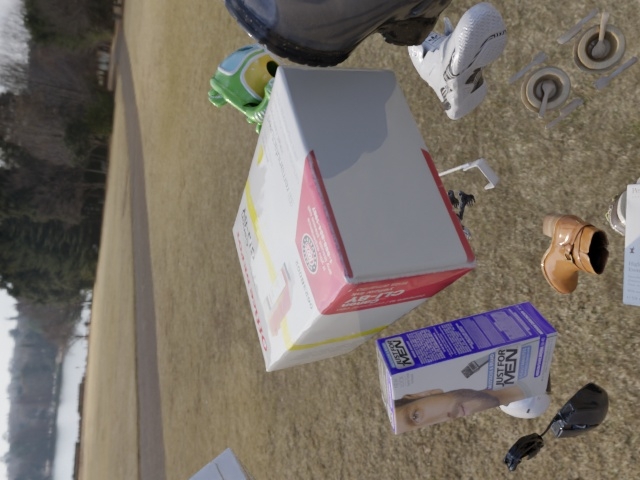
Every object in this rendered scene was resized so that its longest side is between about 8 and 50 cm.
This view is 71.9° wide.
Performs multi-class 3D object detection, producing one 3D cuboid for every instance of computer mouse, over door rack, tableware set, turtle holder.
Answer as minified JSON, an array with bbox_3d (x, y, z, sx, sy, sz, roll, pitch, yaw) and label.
[{"bbox_3d":[0.310,0.242,0.563,0.041,0.241,0.071,44,131,39],"label":"computer mouse"},{"bbox_3d":[0.148,-0.072,0.879,0.239,0.108,0.324,-48,25,-19],"label":"over door rack"},{"bbox_3d":[0.466,-0.317,0.814,0.194,0.039,0.128,-39,88,20],"label":"tableware set"},{"bbox_3d":[-0.215,-0.490,1.390,0.228,0.243,0.320,-53,12,12],"label":"turtle holder"}]

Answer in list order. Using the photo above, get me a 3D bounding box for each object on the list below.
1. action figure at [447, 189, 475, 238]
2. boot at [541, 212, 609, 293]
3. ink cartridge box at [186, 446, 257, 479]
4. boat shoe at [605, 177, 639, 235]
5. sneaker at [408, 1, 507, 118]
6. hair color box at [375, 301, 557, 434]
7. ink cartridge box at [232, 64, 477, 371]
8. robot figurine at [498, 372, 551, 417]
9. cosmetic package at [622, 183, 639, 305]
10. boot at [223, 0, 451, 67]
[{"bbox_3d":[0.418,-0.041,1.469,0.276,0.141,0.164,-51,23,-23],"label":"action figure"},{"bbox_3d":[0.762,0.061,1.301,0.220,0.108,0.284,-113,12,-74],"label":"boot"},{"bbox_3d":[-0.118,0.405,0.600,0.128,0.127,0.176,35,152,49],"label":"ink cartridge box"},{"bbox_3d":[0.815,-0.079,1.156,0.117,0.324,0.097,49,139,11],"label":"boat shoe"},{"bbox_3d":[0.303,-0.450,1.037,0.137,0.366,0.210,-33,73,4],"label":"sneaker"},{"bbox_3d":[0.292,0.261,0.907,0.110,0.338,0.185,-108,7,-57],"label":"hair color box"},{"bbox_3d":[0.000,0.000,0.630,0.385,0.160,0.280,122,135,-57],"label":"ink cartridge box"},{"bbox_3d":[0.628,0.411,1.394,0.173,0.209,0.279,-16,51,41],"label":"robot figurine"},{"bbox_3d":[0.636,0.008,0.807,0.117,0.085,0.232,3,94,64],"label":"cosmetic package"},{"bbox_3d":[0.072,-0.297,0.413,0.118,0.338,0.222,51,138,4],"label":"boot"}]
